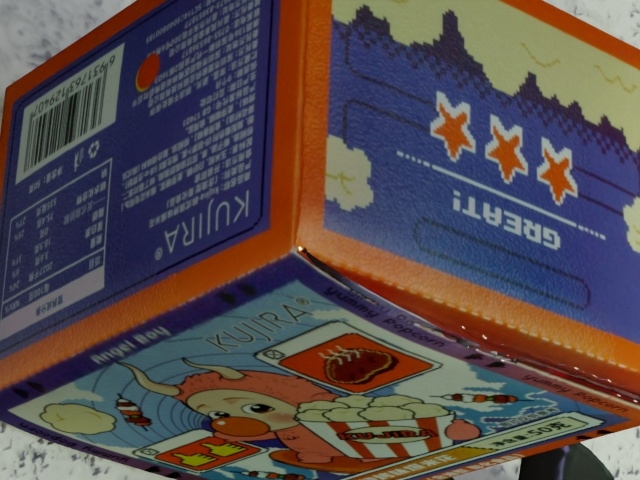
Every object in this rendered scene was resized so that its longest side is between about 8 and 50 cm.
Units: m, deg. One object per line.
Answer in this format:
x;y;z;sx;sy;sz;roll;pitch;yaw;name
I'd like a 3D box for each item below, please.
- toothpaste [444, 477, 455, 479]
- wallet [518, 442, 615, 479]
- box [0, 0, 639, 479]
0.106;0.238;1.507;0.043;0.037;0.178;-37;98;-41;toothpaste
0.173;0.365;1.436;0.228;0.062;0.406;52;41;-51;wallet
0.000;0.000;1.295;0.318;0.348;0.257;23;58;-35;box
